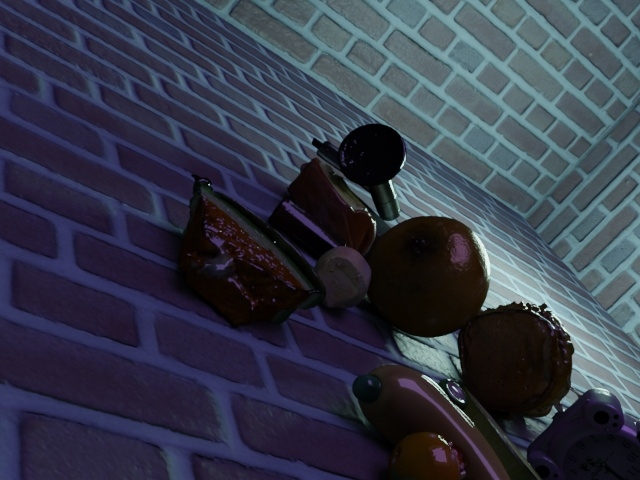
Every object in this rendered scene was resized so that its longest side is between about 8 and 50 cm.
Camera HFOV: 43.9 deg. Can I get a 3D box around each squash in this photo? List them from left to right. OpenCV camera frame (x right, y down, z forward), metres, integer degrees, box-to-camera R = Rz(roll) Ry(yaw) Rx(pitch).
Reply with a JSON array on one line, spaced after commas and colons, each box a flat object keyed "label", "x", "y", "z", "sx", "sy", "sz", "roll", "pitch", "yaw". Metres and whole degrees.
[{"label": "squash", "x": 0.317, "y": 0.368, "z": 1.393, "sx": 0.252, "sy": 0.049, "sz": 0.252, "roll": 51, "pitch": 2, "yaw": -3}]

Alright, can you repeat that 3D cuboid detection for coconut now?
[{"label": "coconut", "x": 0.040, "y": 0.072, "z": 1.546, "sx": 0.116, "sy": 0.116, "sz": 0.122, "roll": 41, "pitch": 16, "yaw": 2}]

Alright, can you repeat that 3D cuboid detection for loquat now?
[{"label": "loquat", "x": 0.222, "y": 0.075, "z": 1.662, "sx": 0.263, "sy": 0.263, "sz": 0.263, "roll": 36, "pitch": 19, "yaw": -14}]

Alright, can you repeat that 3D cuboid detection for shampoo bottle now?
[{"label": "shampoo bottle", "x": -0.001, "y": 0.001, "z": 1.699, "sx": 0.236, "sy": 0.067, "sz": 0.068, "roll": 37, "pitch": 28, "yaw": -11}]

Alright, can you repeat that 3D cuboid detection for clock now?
[{"label": "clock", "x": 0.552, "y": 0.429, "z": 1.536, "sx": 0.248, "sy": 0.227, "sz": 0.090, "roll": 38, "pitch": 21, "yaw": 0}]

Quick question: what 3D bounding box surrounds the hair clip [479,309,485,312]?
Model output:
[{"label": "hair clip", "x": 0.377, "y": 0.175, "z": 2.024, "sx": 0.292, "sy": 0.084, "sz": 0.106, "roll": 43, "pitch": 23, "yaw": 24}]

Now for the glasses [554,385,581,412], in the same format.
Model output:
[{"label": "glasses", "x": 0.588, "y": 0.395, "z": 1.807, "sx": 0.162, "sy": 0.095, "sz": 0.255, "roll": 35, "pitch": 28, "yaw": -57}]

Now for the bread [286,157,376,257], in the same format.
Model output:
[{"label": "bread", "x": 0.017, "y": -0.082, "z": 1.825, "sx": 0.190, "sy": 0.123, "sz": 0.244, "roll": 24, "pitch": 23, "yaw": -54}]

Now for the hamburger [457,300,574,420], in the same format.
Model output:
[{"label": "hamburger", "x": 0.415, "y": 0.239, "z": 1.694, "sx": 0.260, "sy": 0.245, "sz": 0.211, "roll": 43, "pitch": 16, "yaw": 35}]

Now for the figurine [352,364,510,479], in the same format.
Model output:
[{"label": "figurine", "x": 0.176, "y": 0.328, "z": 1.209, "sx": 0.324, "sy": 0.124, "sz": 0.222, "roll": 53, "pitch": 22, "yaw": 23}]

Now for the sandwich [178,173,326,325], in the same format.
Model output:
[{"label": "sandwich", "x": -0.130, "y": 0.042, "z": 1.297, "sx": 0.292, "sy": 0.109, "sz": 0.212, "roll": 34, "pitch": 26, "yaw": -12}]

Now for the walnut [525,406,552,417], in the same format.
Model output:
[{"label": "walnut", "x": 0.476, "y": 0.365, "z": 1.801, "sx": 0.091, "sy": 0.052, "sz": 0.121, "roll": 3, "pitch": 28, "yaw": -9}]

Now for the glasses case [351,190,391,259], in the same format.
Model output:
[{"label": "glasses case", "x": 0.124, "y": -0.013, "z": 1.953, "sx": 0.323, "sy": 0.074, "sz": 0.131, "roll": 46, "pitch": 18, "yaw": 15}]

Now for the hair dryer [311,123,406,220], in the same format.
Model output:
[{"label": "hair dryer", "x": 0.070, "y": -0.175, "z": 1.949, "sx": 0.284, "sy": 0.155, "sz": 0.320, "roll": 25, "pitch": -16, "yaw": 13}]
